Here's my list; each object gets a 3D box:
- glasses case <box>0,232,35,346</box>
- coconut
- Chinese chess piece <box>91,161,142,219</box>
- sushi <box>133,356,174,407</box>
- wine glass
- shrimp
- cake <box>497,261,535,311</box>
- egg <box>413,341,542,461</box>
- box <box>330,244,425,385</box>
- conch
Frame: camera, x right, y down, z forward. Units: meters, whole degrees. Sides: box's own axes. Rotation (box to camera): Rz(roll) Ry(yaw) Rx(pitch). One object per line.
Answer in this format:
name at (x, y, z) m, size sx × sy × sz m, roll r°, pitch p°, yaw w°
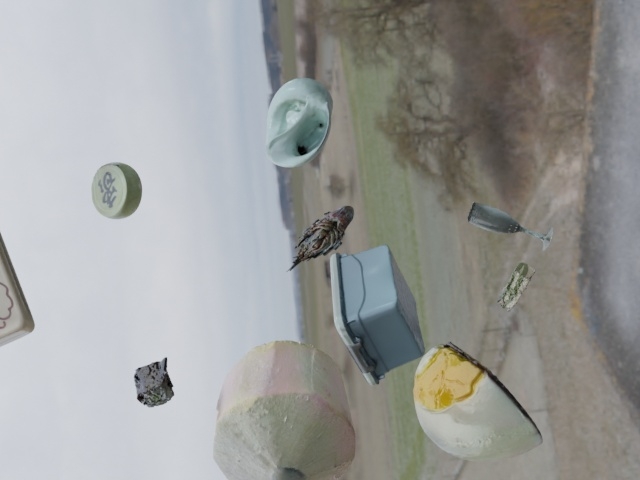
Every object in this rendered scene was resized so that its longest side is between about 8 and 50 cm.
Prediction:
glasses case at (-0.725, 0.062, 1.685) m, size 0.076 × 0.144 × 0.337 m, roll 92°, pitch 153°, yaw -77°
coconut at (-0.078, 0.389, 1.666) m, size 0.309 × 0.297 × 0.298 m, roll -92°, pitch -3°, yaw -64°
Chinese chess piece at (-0.512, -0.124, 2.012) m, size 0.058 × 0.144 × 0.144 m, roll -1°, pitch -98°, yaw -55°
sushi at (-0.397, 0.347, 1.942) m, size 0.094 × 0.098 × 0.084 m, roll 72°, pitch 175°, yaw -48°
wine glass at (0.451, -0.035, 1.922) m, size 0.066 × 0.198 × 0.066 m, roll 19°, pitch -90°, yaw -88°
shrimp at (0.000, 0.000, 2.006) m, size 0.090 × 0.233 × 0.079 m, roll 45°, pitch 173°, yaw -7°
cake at (0.491, 0.125, 2.043) m, size 0.055 × 0.051 × 0.140 m, roll -31°, pitch -31°, yaw -57°
egg at (0.342, 0.413, 1.908) m, size 0.337 × 0.201 × 0.337 m, roll 48°, pitch 175°, yaw 6°
box at (0.092, 0.121, 1.395) m, size 0.227 × 0.130 × 0.162 m, roll -94°, pitch -21°, yaw -58°
conch at (-0.043, -0.264, 1.848) m, size 0.185 × 0.121 × 0.221 m, roll 3°, pitch 75°, yaw 49°
